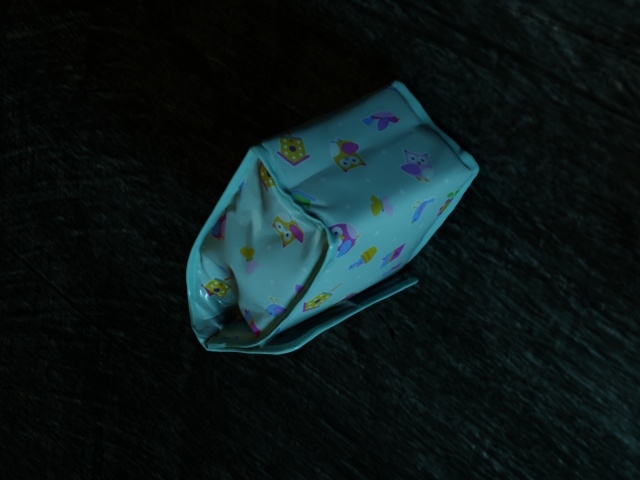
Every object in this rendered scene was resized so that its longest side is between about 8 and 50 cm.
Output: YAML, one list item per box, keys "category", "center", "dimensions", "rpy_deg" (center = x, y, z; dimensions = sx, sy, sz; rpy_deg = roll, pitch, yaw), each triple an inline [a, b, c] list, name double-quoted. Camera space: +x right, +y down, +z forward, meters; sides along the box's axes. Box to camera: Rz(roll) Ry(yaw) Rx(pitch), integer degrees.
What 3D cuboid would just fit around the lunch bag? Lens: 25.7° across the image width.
- category: "lunch bag"
  center: [0.000, 0.000, 1.381]
  dimensions: [0.160, 0.223, 0.262]
  rpy_deg: [48, 137, 17]
